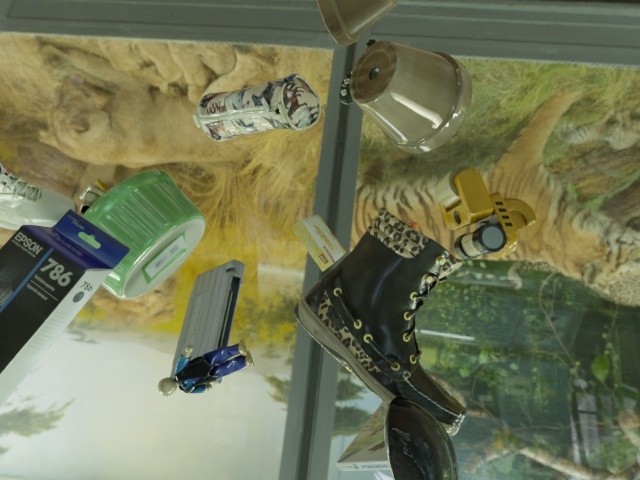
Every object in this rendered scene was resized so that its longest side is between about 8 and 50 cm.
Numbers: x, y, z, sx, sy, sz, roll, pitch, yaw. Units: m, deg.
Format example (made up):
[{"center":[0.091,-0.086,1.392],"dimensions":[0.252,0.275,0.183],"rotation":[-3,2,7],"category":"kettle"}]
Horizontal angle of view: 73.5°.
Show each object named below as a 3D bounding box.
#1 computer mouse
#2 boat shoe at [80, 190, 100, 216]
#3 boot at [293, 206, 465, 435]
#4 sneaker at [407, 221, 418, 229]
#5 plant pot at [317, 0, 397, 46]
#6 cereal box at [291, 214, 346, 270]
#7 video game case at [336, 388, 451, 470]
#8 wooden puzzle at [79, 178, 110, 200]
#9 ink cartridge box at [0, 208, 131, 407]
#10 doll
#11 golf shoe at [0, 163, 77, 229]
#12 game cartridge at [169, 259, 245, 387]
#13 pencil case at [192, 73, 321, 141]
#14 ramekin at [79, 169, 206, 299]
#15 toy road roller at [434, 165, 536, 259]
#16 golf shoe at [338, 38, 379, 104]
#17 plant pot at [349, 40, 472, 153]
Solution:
[{"center":[0.163,0.350,0.589],"dimensions":[0.072,0.272,0.188],"rotation":[-19,172,28],"category":"computer mouse"},{"center":[-0.588,-0.072,1.088],"dimensions":[0.050,0.045,0.135],"rotation":[18,144,-14],"category":"boat shoe"},{"center":[0.166,0.142,0.806],"dimensions":[0.377,0.284,0.138],"rotation":[38,-174,17],"category":"boot"},{"center":[0.337,-0.013,1.645],"dimensions":[0.067,0.175,0.064],"rotation":[32,138,17],"category":"sneaker"},{"center":[0.139,-0.857,1.511],"dimensions":[0.229,0.263,0.263],"rotation":[-10,156,30],"category":"plant pot"},{"center":[0.000,0.000,1.417],"dimensions":[0.047,0.173,0.240],"rotation":[-36,179,14],"category":"cereal box"},{"center":[0.241,0.613,1.394],"dimensions":[0.300,0.036,0.329],"rotation":[-32,180,44],"category":"video game case"},{"center":[-0.607,-0.118,1.165],"dimensions":[0.116,0.014,0.078],"rotation":[-30,126,25],"category":"wooden puzzle"},{"center":[-0.492,0.098,0.708],"dimensions":[0.165,0.333,0.065],"rotation":[28,161,15],"category":"ink cartridge box"},{"center":[-0.236,0.258,0.861],"dimensions":[0.189,0.046,0.129],"rotation":[-23,122,-7],"category":"doll"},{"center":[-0.687,-0.105,0.918],"dimensions":[0.306,0.115,0.140],"rotation":[12,141,-37],"category":"golf shoe"},{"center":[-0.334,0.248,1.268],"dimensions":[0.068,0.355,0.230],"rotation":[27,145,-33],"category":"game cartridge"},{"center":[-0.208,-0.403,1.328],"dimensions":[0.410,0.160,0.183],"rotation":[4,-165,37],"category":"pencil case"},{"center":[-0.417,-0.004,1.018],"dimensions":[0.148,0.303,0.303],"rotation":[41,160,4],"category":"ramekin"},{"center":[0.562,-0.101,1.454],"dimensions":[0.240,0.330,0.202],"rotation":[-20,173,-9],"category":"toy road roller"},{"center":[0.174,-0.648,1.692],"dimensions":[0.105,0.273,0.120],"rotation":[36,-174,9],"category":"golf shoe"},{"center":[0.254,-0.462,1.326],"dimensions":[0.280,0.323,0.323],"rotation":[11,163,-41],"category":"plant pot"}]
